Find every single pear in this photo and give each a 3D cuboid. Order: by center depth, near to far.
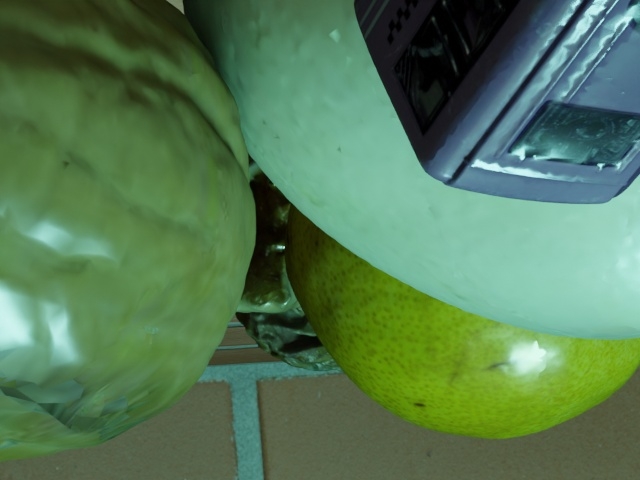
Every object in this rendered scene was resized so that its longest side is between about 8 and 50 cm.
[{"bbox_3d":[0.079,0.003,0.900,0.209,0.209,0.209,-4,171,-1],"label":"pear"}]

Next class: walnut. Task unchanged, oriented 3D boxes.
[{"bbox_3d":[-0.139,-0.022,0.603,0.225,0.225,0.261,-9,161,26],"label":"walnut"}]

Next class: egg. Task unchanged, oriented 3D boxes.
[{"bbox_3d":[0.078,-0.046,0.667,0.264,0.174,0.286,9,168,-42],"label":"egg"}]

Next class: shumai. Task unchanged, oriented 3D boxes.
[{"bbox_3d":[0.000,0.000,1.091,0.153,0.161,0.209,30,175,-35],"label":"shumai"}]

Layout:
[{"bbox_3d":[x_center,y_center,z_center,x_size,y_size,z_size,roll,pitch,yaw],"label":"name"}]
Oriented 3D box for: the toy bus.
[{"bbox_3d":[0.086,-0.093,0.450,0.087,0.098,0.178,6,139,-26],"label":"toy bus"}]
